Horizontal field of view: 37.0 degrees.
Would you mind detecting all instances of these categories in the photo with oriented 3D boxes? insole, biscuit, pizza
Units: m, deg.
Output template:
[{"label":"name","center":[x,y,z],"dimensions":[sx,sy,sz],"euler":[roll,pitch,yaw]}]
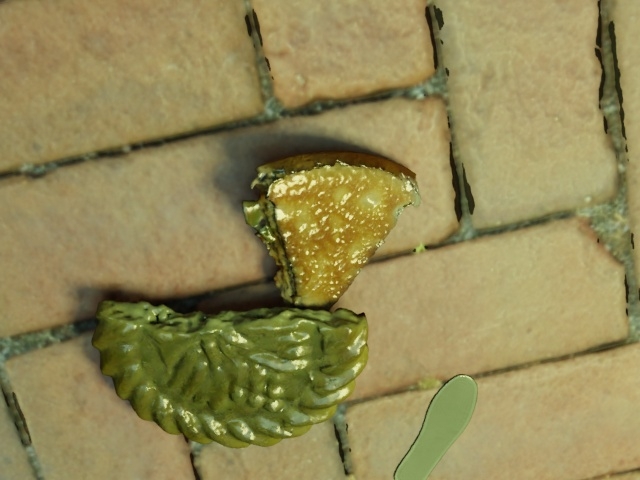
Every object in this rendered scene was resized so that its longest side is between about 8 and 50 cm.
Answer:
[{"label":"insole","center":[0.128,0.212,1.051],"dimensions":[0.053,0.002,0.153],"euler":[27,105,-16]},{"label":"biscuit","center":[-0.088,0.142,0.962],"dimensions":[0.273,0.036,0.187],"euler":[0,124,-1]},{"label":"pizza","center":[0.000,0.000,0.931],"dimensions":[0.185,0.052,0.195],"euler":[3,118,-26]}]
